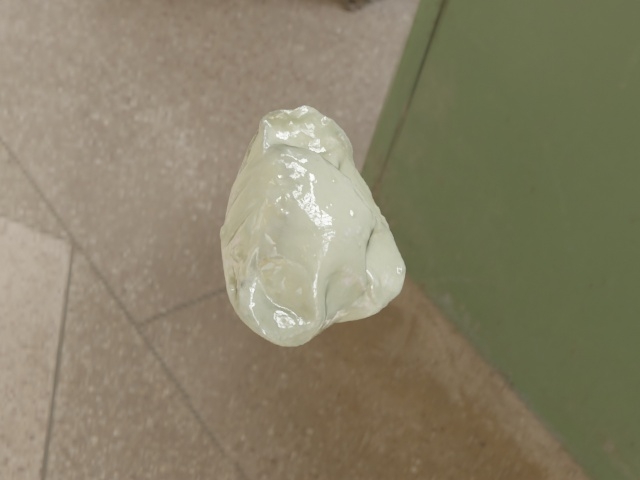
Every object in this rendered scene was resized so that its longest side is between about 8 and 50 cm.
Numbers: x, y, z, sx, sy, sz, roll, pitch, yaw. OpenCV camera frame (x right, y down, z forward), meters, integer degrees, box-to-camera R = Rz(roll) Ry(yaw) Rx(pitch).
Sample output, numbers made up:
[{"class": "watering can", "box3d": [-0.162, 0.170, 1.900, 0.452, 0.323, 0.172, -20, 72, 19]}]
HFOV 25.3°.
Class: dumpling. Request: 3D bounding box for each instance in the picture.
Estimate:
[{"class": "dumpling", "box3d": [-0.001, 0.002, 0.988, 0.134, 0.100, 0.169, 27, 32, -26]}]
